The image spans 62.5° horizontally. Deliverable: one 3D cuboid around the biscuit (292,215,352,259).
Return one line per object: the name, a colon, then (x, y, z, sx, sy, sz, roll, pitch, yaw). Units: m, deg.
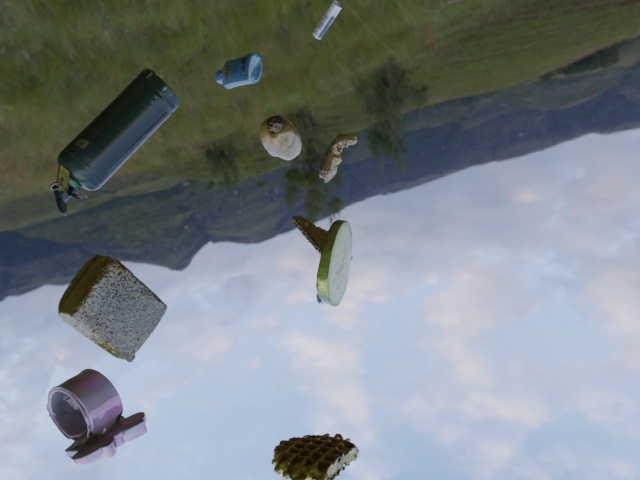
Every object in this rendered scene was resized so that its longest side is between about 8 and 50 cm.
biscuit: (0.004, -0.004, 1.877, 0.237, 0.026, 0.131, 48, -151, 22)

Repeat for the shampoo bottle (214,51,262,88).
shampoo bottle: (-0.298, -0.598, 1.882, 0.061, 0.104, 0.258, 6, -178, -38)

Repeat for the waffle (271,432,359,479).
waffle: (-0.008, 0.648, 1.586, 0.283, 0.065, 0.309, 0, -177, -18)

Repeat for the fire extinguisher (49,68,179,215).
fire extinguisher: (-0.403, -0.186, 1.013, 0.114, 0.095, 0.311, 35, -104, 23)

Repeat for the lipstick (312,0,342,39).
lipstick: (0.022, -0.784, 1.880, 0.141, 0.040, 0.040, -48, 177, 36)

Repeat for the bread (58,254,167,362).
bread: (-0.520, 0.169, 1.324, 0.110, 0.234, 0.184, 2, -129, 32)

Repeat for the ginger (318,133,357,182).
ginger: (0.042, -0.247, 1.522, 0.051, 0.173, 0.069, 2, -133, -32)

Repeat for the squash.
squash: (0.040, 0.057, 1.311, 0.041, 0.219, 0.219, 11, -154, 14)

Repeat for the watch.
watch: (-0.637, 0.477, 1.448, 0.248, 0.217, 0.211, -19, -173, 36)

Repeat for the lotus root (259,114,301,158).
lotus root: (-0.162, -0.420, 2.156, 0.160, 0.146, 0.284, -1, 163, 6)
